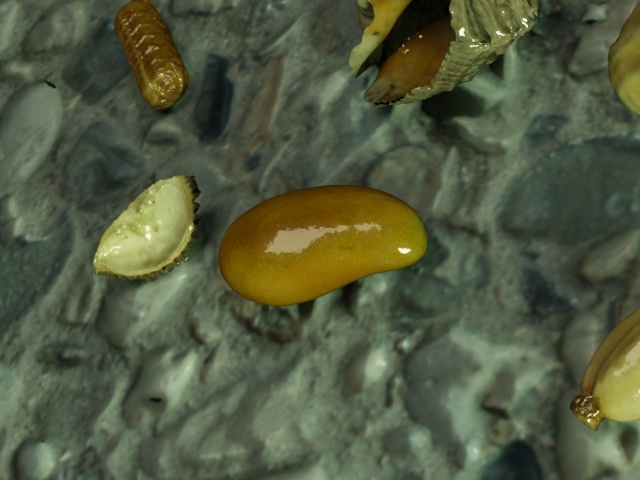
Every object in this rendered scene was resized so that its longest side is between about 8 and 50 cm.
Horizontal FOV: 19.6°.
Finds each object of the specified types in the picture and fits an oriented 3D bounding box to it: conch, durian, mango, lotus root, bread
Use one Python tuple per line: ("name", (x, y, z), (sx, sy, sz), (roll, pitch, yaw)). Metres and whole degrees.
("conch", (0.098, -0.207, 1.610), (0.245, 0.163, 0.178), (-48, 17, 40))
("durian", (-0.150, -0.004, 1.688), (0.130, 0.066, 0.052), (-46, 43, 11))
("mango", (0.000, 0.000, 1.565), (0.184, 0.085, 0.102), (-14, 51, 20))
("lotus root", (0.245, 0.082, 1.344), (0.150, 0.062, 0.073), (-41, 21, 0))
("bread", (-0.171, -0.189, 1.857), (0.052, 0.044, 0.157), (-40, 43, 12))

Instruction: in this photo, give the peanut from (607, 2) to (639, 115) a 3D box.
("peanut", (0.362, -0.148, 1.380), (0.313, 0.152, 0.152), (-5, 56, 35))
